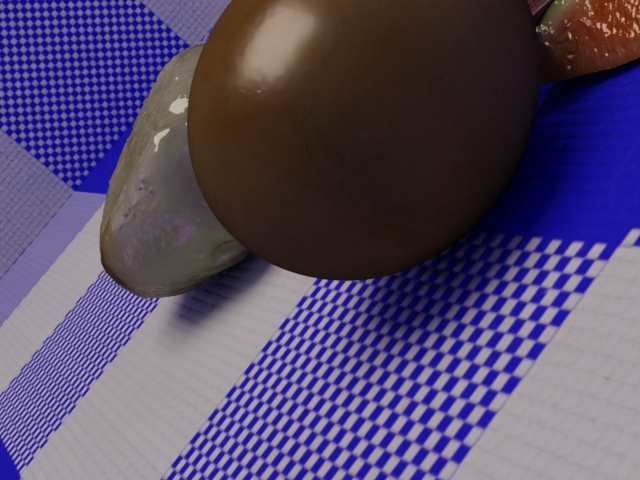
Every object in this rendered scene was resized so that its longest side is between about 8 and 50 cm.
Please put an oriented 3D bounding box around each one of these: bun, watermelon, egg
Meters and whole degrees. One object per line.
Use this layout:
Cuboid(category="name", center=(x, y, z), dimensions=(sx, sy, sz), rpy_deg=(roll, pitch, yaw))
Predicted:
Cuboid(category="bun", center=(-0.155, -0.087, 1.644), dimensions=(0.365, 0.219, 0.365), rpy_deg=(-58, 16, 28))
Cuboid(category="watermelon", center=(0.281, -0.207, 1.142), dimensions=(0.245, 0.063, 0.119), rpy_deg=(-20, 51, 47))
Cuboid(category="egg", center=(0.047, -0.134, 1.125), dimensions=(0.374, 0.301, 0.301), rpy_deg=(-53, 18, -25))

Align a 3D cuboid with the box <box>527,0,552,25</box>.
Cuboid(category="box", center=(0.249, -0.248, 1.286), dimensions=(0.156, 0.060, 0.111), rpy_deg=(-41, 18, 20))
